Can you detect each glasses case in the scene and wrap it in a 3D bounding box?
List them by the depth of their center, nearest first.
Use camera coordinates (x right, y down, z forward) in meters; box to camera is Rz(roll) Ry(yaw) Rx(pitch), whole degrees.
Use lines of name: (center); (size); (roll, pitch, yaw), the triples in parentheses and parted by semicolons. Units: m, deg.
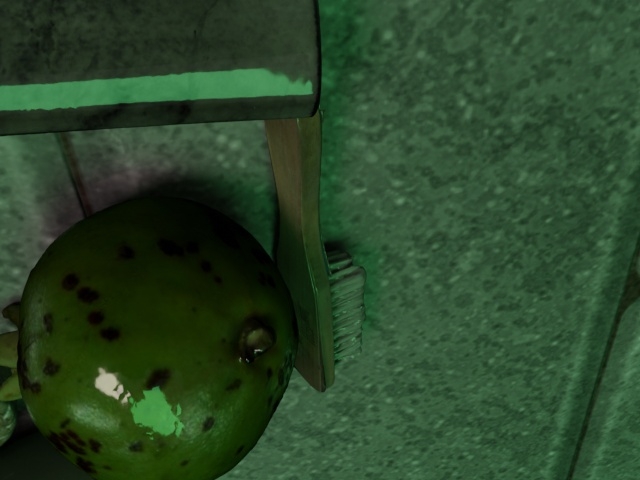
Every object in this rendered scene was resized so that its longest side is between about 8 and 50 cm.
glasses case: (-0.150, -0.119, 0.477); (0.300, 0.060, 0.114); (-5, 94, -15)

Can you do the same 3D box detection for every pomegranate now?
pomegranate: (-0.135, 0.074, 0.610); (0.263, 0.210, 0.211); (-4, 146, 33)

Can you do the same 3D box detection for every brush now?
brush: (0.000, 0.000, 0.670); (0.065, 0.070, 0.327); (-26, 137, -21)

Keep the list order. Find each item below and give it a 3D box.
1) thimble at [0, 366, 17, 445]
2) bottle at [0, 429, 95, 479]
thimble: (-0.304, 0.140, 0.687); (0.110, 0.062, 0.084); (-30, 134, 8)
bottle: (-0.320, 0.286, 0.648); (0.347, 0.168, 0.168); (-21, 147, -49)
